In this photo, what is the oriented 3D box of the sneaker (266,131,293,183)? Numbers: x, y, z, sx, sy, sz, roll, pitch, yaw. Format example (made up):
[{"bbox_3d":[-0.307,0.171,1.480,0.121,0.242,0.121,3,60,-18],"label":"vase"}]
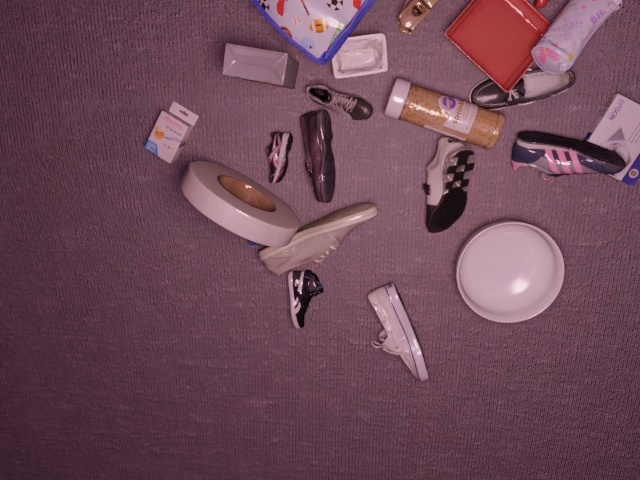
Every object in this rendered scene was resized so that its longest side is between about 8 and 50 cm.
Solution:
[{"bbox_3d":[-0.149,-0.281,1.627,0.077,0.072,0.178,18,98,14],"label":"sneaker"}]

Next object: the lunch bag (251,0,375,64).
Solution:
[{"bbox_3d":[-0.016,-0.739,1.336,0.385,0.239,0.328,52,131,7],"label":"lunch bag"}]

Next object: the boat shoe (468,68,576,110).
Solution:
[{"bbox_3d":[0.612,-0.471,1.475,0.302,0.091,0.114,-15,102,9],"label":"boat shoe"}]

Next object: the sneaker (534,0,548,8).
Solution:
[{"bbox_3d":[0.723,-0.765,1.392,0.128,0.087,0.221,25,107,1],"label":"sneaker"}]

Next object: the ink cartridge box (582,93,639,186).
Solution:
[{"bbox_3d":[0.952,-0.306,1.506,0.224,0.045,0.223,26,106,-1],"label":"ink cartridge box"}]

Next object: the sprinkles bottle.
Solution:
[{"bbox_3d":[0.382,-0.394,1.506,0.355,0.121,0.121,19,106,1],"label":"sprinkles bottle"}]

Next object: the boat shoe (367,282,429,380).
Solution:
[{"bbox_3d":[0.256,0.341,1.702,0.156,0.136,0.367,-22,98,11],"label":"boat shoe"}]

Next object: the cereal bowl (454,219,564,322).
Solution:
[{"bbox_3d":[0.608,0.091,1.596,0.338,0.141,0.339,1,104,5],"label":"cereal bowl"}]

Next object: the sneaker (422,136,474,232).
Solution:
[{"bbox_3d":[0.401,-0.181,1.573,0.122,0.146,0.331,-6,129,-18],"label":"sneaker"}]

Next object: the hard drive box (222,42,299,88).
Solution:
[{"bbox_3d":[-0.174,-0.527,1.472,0.181,0.232,0.089,12,106,4],"label":"hard drive box"}]

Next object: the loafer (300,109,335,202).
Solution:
[{"bbox_3d":[-0.011,-0.275,1.600,0.095,0.109,0.303,1,99,26],"label":"loafer"}]

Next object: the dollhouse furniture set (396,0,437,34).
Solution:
[{"bbox_3d":[0.240,-0.701,1.409,0.161,0.182,0.101,44,105,-6],"label":"dollhouse furniture set"}]

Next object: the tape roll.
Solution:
[{"bbox_3d":[-0.245,-0.119,1.506,0.392,0.392,0.072,33,106,-3],"label":"tape roll"}]

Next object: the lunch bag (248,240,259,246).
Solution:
[{"bbox_3d":[-0.223,-0.027,1.692,0.067,0.065,0.098,-6,103,8],"label":"lunch bag"}]

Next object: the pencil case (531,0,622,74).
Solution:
[{"bbox_3d":[0.731,-0.609,1.381,0.124,0.113,0.273,40,88,16],"label":"pencil case"}]

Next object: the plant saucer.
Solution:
[{"bbox_3d":[0.531,-0.609,1.437,0.258,0.048,0.259,41,84,-5],"label":"plant saucer"}]

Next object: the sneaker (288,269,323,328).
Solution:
[{"bbox_3d":[-0.045,0.212,1.727,0.121,0.079,0.217,-5,102,9],"label":"sneaker"}]

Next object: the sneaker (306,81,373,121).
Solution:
[{"bbox_3d":[0.055,-0.434,1.523,0.228,0.132,0.086,19,106,1],"label":"sneaker"}]

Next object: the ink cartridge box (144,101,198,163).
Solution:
[{"bbox_3d":[-0.505,-0.367,1.636,0.104,0.061,0.181,31,105,-3],"label":"ink cartridge box"}]

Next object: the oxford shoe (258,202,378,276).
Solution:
[{"bbox_3d":[0.000,0.000,1.627,0.449,0.169,0.130,-25,98,19],"label":"oxford shoe"}]

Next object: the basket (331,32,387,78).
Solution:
[{"bbox_3d":[0.121,-0.567,1.497,0.167,0.103,0.113,-5,104,8],"label":"basket"}]

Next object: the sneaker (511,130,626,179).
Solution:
[{"bbox_3d":[0.757,-0.243,1.500,0.319,0.112,0.131,20,132,18],"label":"sneaker"}]
